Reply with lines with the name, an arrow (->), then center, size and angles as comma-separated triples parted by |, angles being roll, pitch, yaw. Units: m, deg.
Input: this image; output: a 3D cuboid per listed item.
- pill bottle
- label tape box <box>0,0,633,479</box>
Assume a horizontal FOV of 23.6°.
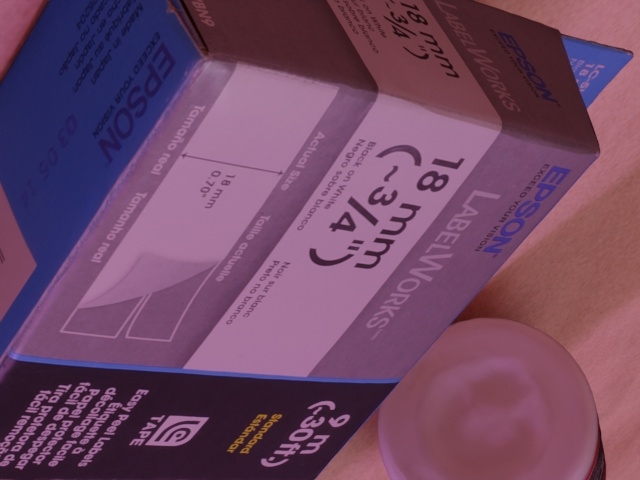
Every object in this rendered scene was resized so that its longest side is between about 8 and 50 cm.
pill bottle -> 0.159, 0.191, 1.341 | 0.176, 0.176, 0.318 | -39, 158, -2
label tape box -> 0.000, 0.000, 0.712 | 0.334, 0.106, 0.240 | 8, 130, -42
